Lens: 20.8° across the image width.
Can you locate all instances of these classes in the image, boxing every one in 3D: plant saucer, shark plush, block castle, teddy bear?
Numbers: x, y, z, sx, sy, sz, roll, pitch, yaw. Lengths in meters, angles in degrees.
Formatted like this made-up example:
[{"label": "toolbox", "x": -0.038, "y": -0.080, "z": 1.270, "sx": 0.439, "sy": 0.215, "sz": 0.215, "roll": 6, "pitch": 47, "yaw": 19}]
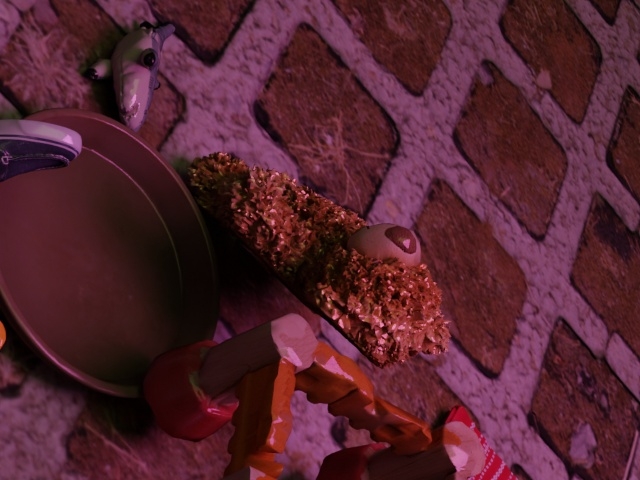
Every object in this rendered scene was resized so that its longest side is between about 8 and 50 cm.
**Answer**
[{"label": "plant saucer", "x": -0.203, "y": 0.013, "z": 1.572, "sx": 0.278, "sy": 0.041, "sz": 0.278, "roll": 28, "pitch": 50, "yaw": -38}, {"label": "shark plush", "x": -0.180, "y": -0.171, "z": 1.719, "sx": 0.161, "sy": 0.073, "sz": 0.067, "roll": -90, "pitch": 160, "yaw": -59}, {"label": "block castle", "x": -0.033, "y": 0.319, "z": 1.462, "sx": 0.303, "sy": 0.213, "sz": 0.453, "roll": 33, "pitch": 46, "yaw": -30}, {"label": "teddy bear", "x": 0.000, "y": 0.000, "z": 1.639, "sx": 0.245, "sy": 0.338, "sz": 0.113, "roll": 43, "pitch": 87, "yaw": -19}]

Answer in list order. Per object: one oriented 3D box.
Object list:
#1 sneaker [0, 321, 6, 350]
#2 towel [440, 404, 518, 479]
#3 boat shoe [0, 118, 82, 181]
[{"label": "sneaker", "x": -0.338, "y": 0.082, "z": 1.340, "sx": 0.215, "sy": 0.083, "sz": 0.084, "roll": -7, "pitch": 76, "yaw": -50}, {"label": "towel", "x": 0.192, "y": 0.331, "z": 1.864, "sx": 0.275, "sy": 0.031, "sz": 0.199, "roll": 50, "pitch": 40, "yaw": -18}, {"label": "boat shoe", "x": -0.290, "y": -0.052, "z": 1.450, "sx": 0.183, "sy": 0.065, "sz": 0.083, "roll": 0, "pitch": 74, "yaw": -14}]
